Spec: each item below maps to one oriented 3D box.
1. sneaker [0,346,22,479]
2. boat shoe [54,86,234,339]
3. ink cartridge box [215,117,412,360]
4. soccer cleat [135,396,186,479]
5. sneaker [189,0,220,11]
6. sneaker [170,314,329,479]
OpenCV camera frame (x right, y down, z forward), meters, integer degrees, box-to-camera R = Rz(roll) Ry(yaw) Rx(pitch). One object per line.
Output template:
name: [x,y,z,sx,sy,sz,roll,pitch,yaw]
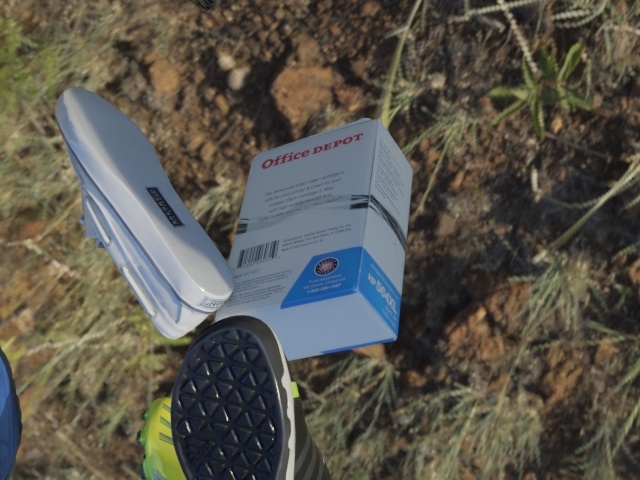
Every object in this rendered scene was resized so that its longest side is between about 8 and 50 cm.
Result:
sneaker: [-0.164,0.134,0.418,0.083,0.087,0.221,4,119,23]
boat shoe: [-0.181,-0.026,0.929,0.084,0.095,0.258,-44,67,24]
ink cartridge box: [0.000,0.000,0.953,0.148,0.203,0.086,-14,136,28]
soccer cleat: [-0.144,0.284,1.187,0.121,0.289,0.093,-16,123,-6]
sneaker: [-0.082,-0.281,0.887,0.109,0.130,0.286,41,170,-28]
sneaker: [-0.041,0.154,0.709,0.084,0.097,0.234,0,108,18]
